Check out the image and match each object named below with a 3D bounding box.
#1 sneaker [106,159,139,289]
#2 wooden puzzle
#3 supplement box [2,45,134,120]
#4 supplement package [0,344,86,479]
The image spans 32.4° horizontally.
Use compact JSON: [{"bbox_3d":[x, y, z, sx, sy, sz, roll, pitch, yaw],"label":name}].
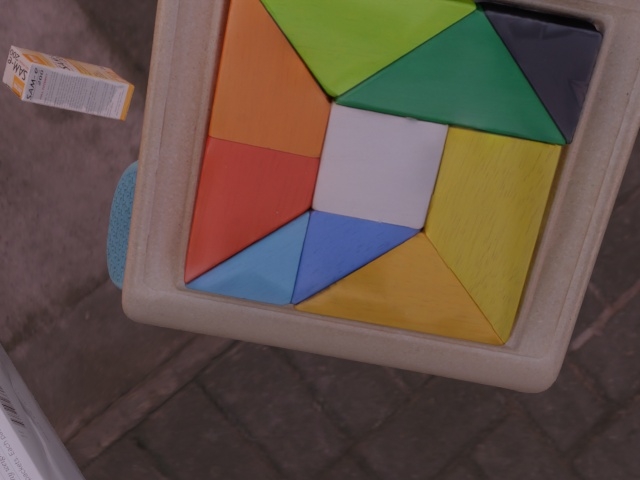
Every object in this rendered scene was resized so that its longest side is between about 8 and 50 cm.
[{"bbox_3d":[0.000,0.000,0.746,0.208,0.319,0.127,9,91,-30],"label":"sneaker"},{"bbox_3d":[0.028,-0.035,0.499,0.221,0.044,0.238,10,120,-3],"label":"wooden puzzle"},{"bbox_3d":[-0.226,-0.141,0.985,0.098,0.062,0.036,8,108,-37],"label":"supplement box"},{"bbox_3d":[-0.288,0.179,0.761,0.203,0.149,0.194,-35,74,-8],"label":"supplement package"}]
